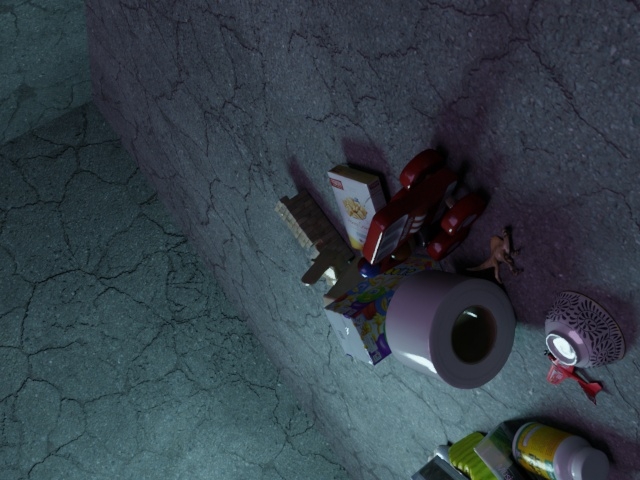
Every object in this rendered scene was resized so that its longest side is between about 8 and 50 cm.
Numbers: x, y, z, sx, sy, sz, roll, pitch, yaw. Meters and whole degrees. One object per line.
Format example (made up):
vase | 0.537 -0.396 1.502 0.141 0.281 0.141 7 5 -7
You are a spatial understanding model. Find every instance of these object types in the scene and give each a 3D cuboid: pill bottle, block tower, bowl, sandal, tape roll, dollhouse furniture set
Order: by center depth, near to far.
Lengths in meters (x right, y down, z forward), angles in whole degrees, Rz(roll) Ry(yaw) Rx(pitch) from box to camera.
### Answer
bowl | 0.495 0.192 1.401 0.170 0.080 0.170 45 156 26
tape roll | 0.291 0.195 1.616 0.169 0.246 0.246 11 131 62
pill bottle | 0.552 0.498 1.652 0.118 0.117 0.208 62 157 -14
sandal | 0.454 0.647 1.991 0.138 0.126 0.317 57 -179 -13
dollhouse furniture set | 0.115 0.235 2.016 0.303 0.174 0.356 15 136 31
block tower | 0.000 0.000 2.173 0.335 0.097 0.091 52 158 7

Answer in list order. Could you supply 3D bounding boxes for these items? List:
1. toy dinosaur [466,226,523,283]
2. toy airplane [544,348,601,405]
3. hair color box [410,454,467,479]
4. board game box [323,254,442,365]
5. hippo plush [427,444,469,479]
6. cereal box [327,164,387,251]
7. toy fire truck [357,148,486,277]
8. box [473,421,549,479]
toy dinosaur | 0.376 0.039 1.505 0.093 0.053 0.183 64 156 25
toy airplane | 0.533 0.284 1.518 0.151 0.028 0.151 46 157 25
hair color box | 0.424 0.811 2.044 0.374 0.113 0.185 56 169 -16
board game box | 0.174 0.163 1.777 0.142 0.275 0.144 7 127 62
hippo plush | 0.389 0.829 2.295 0.294 0.236 0.234 61 158 -10
cereal box | 0.113 -0.069 1.846 0.173 0.047 0.240 24 142 53
toy fire truck | 0.184 -0.031 1.516 0.169 0.254 0.302 50 157 18
box | 0.526 0.610 1.784 0.322 0.058 0.232 48 -166 18
